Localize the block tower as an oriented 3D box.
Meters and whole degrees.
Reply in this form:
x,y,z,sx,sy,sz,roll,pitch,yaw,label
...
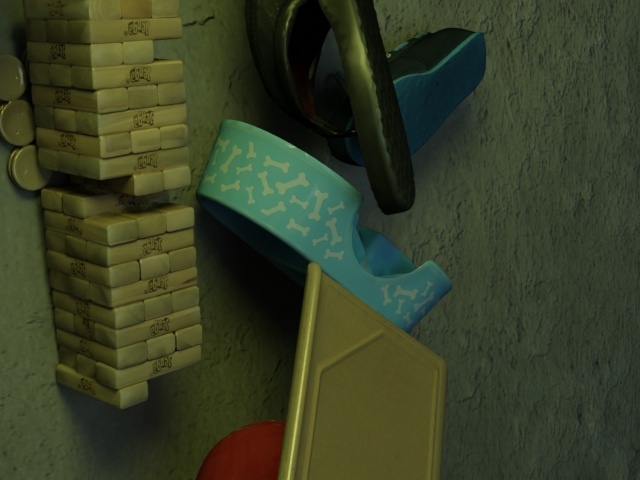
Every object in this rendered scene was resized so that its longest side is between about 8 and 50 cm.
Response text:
x,y,z,sx,sy,sz,roll,pitch,yaw,label
-0.164,-0.043,0.898,0.097,0.091,0.335,-14,109,-44,block tower

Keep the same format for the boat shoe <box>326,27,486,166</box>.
x,y,z,sx,sy,sz,roll,pitch,yaw,label
0.080,-0.147,1.165,0.258,0.089,0.109,-34,130,-44,boat shoe

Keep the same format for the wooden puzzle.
x,y,z,sx,sy,sz,roll,pitch,yaw,label
0.038,0.165,0.968,0.239,0.044,0.221,41,46,-42,wooden puzzle

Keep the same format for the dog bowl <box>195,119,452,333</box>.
x,y,z,sx,sy,sz,roll,pitch,yaw,label
0.000,0.000,1.047,0.297,0.166,0.074,41,77,-40,dog bowl

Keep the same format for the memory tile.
x,y,z,sx,sy,sz,roll,pitch,yaw,label
-0.205,-0.114,0.923,0.148,0.012,0.113,-28,114,-40,memory tile

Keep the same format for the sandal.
x,y,z,sx,sy,sz,roll,pitch,yaw,label
-0.018,-0.225,0.996,0.167,0.107,0.445,8,63,-76,sandal

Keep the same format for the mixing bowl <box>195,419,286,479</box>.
x,y,z,sx,sy,sz,roll,pitch,yaw,label
-0.044,0.230,1.033,0.181,0.181,0.098,33,34,-42,mixing bowl
